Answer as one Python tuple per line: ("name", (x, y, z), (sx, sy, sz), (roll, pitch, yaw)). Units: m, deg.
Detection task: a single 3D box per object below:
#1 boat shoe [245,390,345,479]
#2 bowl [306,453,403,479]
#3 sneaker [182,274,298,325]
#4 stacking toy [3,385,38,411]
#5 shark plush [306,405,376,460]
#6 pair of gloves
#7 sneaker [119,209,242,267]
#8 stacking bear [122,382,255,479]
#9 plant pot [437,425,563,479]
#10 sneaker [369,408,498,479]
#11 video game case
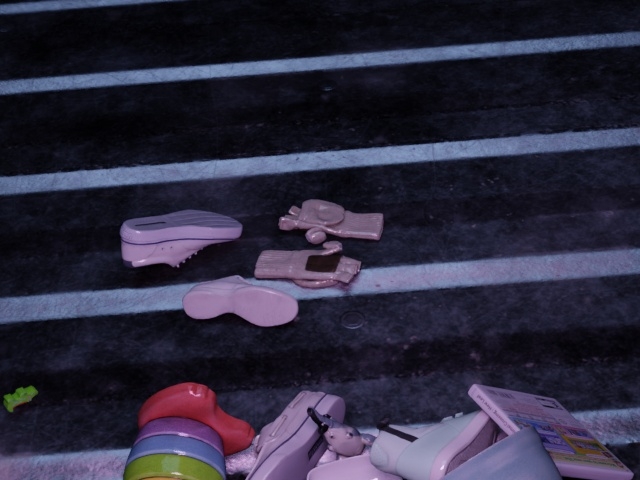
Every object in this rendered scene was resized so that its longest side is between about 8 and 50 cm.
("boat shoe", (-0.059, 0.321, 1.880), (0.088, 0.096, 0.267), (14, 41, 27))
("bowl", (0.056, 0.392, 1.812), (0.142, 0.053, 0.142), (-11, 40, -9))
("sneaker", (-0.137, 0.097, 2.185), (0.212, 0.080, 0.094), (5, 28, 13))
("stacking toy", (-0.611, 0.265, 2.039), (0.221, 0.052, 0.167), (-26, 45, -27))
("shark plush", (0.019, 0.298, 1.870), (0.073, 0.161, 0.067), (-47, 45, 17))
("pair of gloves", (0.000, 0.000, 2.313), (0.204, 0.042, 0.240), (10, 40, 17))
("sneaker", (-0.269, 0.001, 2.305), (0.258, 0.091, 0.094), (-4, 28, -35))
("stacking bear", (-0.214, 0.384, 1.773), (0.164, 0.175, 0.289), (-19, 44, 26))
("plant pot", (0.225, 0.413, 1.624), (0.293, 0.293, 0.196), (-26, 70, -25))
("sneaker", (0.174, 0.295, 1.845), (0.151, 0.094, 0.256), (14, 16, 28))
("video game case", (0.349, 0.294, 1.835), (0.212, 0.023, 0.193), (16, 21, -42))
